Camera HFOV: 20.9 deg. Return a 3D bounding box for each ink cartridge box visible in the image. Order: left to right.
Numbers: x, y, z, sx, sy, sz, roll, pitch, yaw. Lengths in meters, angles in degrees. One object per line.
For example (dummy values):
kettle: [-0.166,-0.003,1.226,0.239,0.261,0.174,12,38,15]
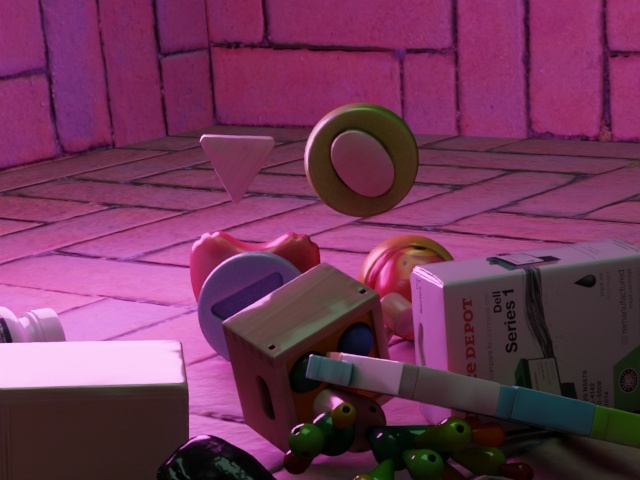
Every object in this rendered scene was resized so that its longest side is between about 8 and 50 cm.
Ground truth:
ink cartridge box: [0.208,0.094,1.678,0.219,0.160,0.092,-8,12,-14]

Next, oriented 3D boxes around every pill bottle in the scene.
pill bottle: [-0.367,0.128,1.853,0.180,0.108,0.108,-11,13,-28]

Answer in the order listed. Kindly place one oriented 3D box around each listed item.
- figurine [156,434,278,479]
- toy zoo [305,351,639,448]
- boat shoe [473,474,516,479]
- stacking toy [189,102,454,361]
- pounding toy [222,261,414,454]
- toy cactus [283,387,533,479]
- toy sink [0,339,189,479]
figurine: [-0.074,0.233,1.312,0.209,0.092,0.215,11,19,39]
toy zoo: [0.125,0.134,1.511,0.293,0.030,0.192,14,-5,-18]
boat shoe: [0.218,0.235,1.115,0.116,0.097,0.324,-13,19,-43]
stacking toy: [0.000,0.000,1.934,0.308,0.280,0.130,-9,10,0]
pounding toy: [0.029,0.119,1.662,0.206,0.181,0.094,-30,39,-27]
toy cactus: [0.053,0.176,1.461,0.219,0.112,0.180,-1,14,-29]
toy sink: [-0.234,0.172,1.539,0.234,0.131,0.153,-1,11,-7]
